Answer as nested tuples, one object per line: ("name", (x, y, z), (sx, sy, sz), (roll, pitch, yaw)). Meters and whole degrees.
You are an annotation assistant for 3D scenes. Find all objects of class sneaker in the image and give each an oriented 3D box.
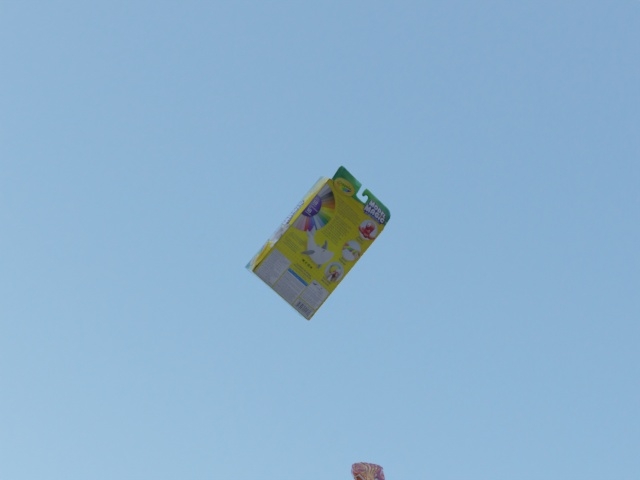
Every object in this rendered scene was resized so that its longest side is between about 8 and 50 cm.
("sneaker", (0.095, 0.449, 2.026), (0.064, 0.175, 0.067), (0, -73, -17))

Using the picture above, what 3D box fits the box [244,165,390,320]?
("box", (0.000, 0.000, 1.444), (0.105, 0.179, 0.043), (43, -7, -20))
